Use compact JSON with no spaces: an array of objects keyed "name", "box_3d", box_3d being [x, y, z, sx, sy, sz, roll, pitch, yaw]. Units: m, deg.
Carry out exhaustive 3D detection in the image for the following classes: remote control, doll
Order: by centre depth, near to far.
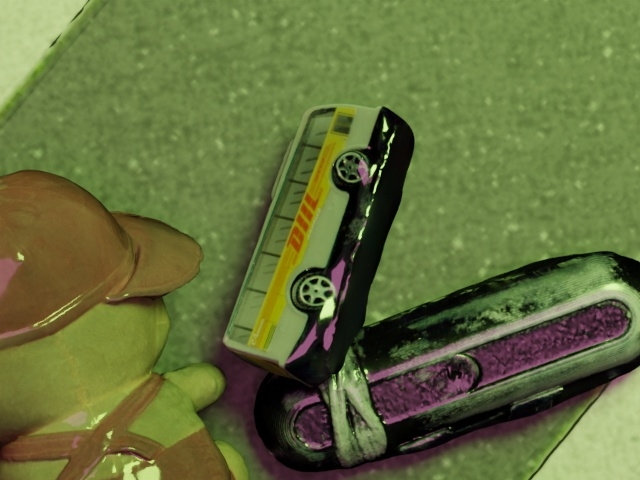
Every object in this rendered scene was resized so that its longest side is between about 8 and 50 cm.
[{"name":"doll","box_3d":[-0.148,0.079,1.080,0.196,0.152,0.256,-32,104,-46]},{"name":"remote control","box_3d":[0.087,0.076,1.132,0.266,0.066,0.090,-19,86,-3]}]

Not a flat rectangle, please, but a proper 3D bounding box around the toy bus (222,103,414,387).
[{"name":"toy bus","box_3d":[0.000,0.000,1.115,0.072,0.057,0.172,12,76,28]}]
